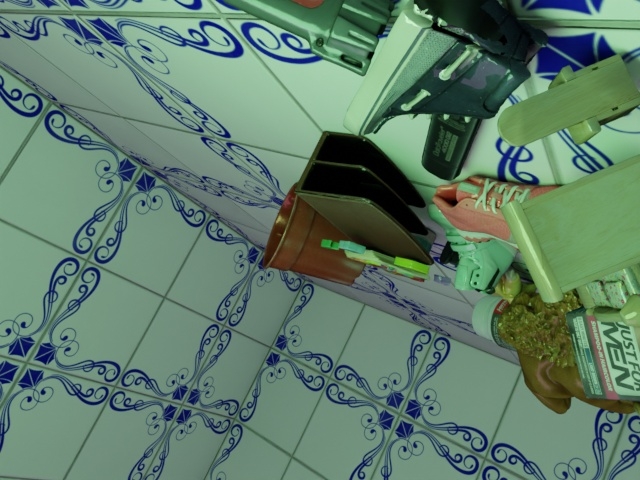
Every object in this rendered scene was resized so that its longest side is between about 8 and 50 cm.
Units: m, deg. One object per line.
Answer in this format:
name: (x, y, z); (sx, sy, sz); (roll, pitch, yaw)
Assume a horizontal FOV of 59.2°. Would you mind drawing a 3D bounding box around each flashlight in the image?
flashlight: (-0.059, -0.322, 0.699); (0.304, 0.103, 0.103); (23, 143, -2)

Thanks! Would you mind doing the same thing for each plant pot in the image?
plant pot: (0.000, 0.000, 1.686); (0.265, 0.272, 0.272); (21, 171, -12)

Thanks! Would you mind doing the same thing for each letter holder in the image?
letter holder: (0.132, -0.083, 1.214); (0.215, 0.151, 0.302); (14, 164, 42)

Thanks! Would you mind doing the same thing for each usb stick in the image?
usb stick: (0.209, -0.167, 0.911); (0.077, 0.045, 0.278); (32, 171, 12)

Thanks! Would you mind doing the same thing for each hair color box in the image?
hair color box: (0.624, 0.184, 0.975); (0.105, 0.173, 0.347); (-11, 176, -36)

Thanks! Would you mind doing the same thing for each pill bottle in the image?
pill bottle: (0.592, 0.247, 1.641); (0.161, 0.161, 0.283); (33, 167, -30)

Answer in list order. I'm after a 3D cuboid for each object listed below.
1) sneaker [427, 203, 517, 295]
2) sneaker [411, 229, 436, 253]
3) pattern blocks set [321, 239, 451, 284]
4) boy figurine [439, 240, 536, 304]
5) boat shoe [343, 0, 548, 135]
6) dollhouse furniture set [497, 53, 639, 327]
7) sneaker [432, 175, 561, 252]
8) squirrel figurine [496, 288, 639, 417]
sneaker: (0.324, 0.028, 1.271); (0.256, 0.151, 0.094); (32, 170, -20)
sneaker: (0.225, 0.035, 1.615); (0.108, 0.121, 0.302); (28, 169, -6)
pattern blocks set: (0.161, 0.058, 1.359); (0.325, 0.026, 0.285); (19, 174, -17)
boy figurine: (0.449, 0.091, 1.438); (0.285, 0.092, 0.177); (29, 169, -16)
boat shoe: (0.141, -0.191, 0.724); (0.158, 0.127, 0.340); (33, 167, -2)
dollhouse furniture set: (0.307, -0.020, 0.753); (0.355, 0.174, 0.303); (44, -156, -83)
sneaker: (0.310, -0.057, 1.005); (0.136, 0.115, 0.314); (32, 168, -20)
squirrel figurine: (0.617, 0.259, 1.276); (0.397, 0.281, 0.370); (39, 175, -17)
